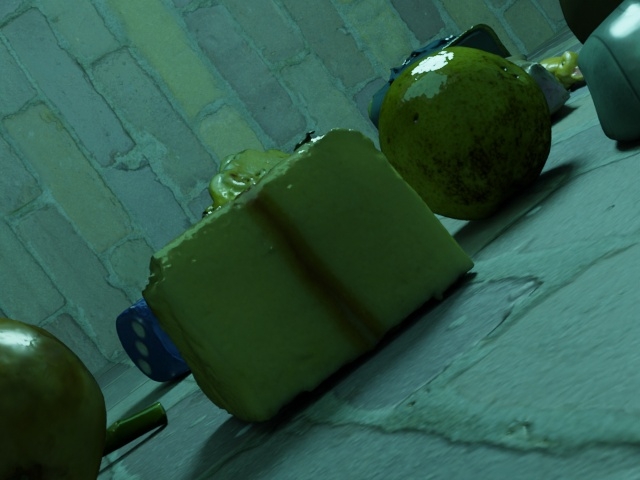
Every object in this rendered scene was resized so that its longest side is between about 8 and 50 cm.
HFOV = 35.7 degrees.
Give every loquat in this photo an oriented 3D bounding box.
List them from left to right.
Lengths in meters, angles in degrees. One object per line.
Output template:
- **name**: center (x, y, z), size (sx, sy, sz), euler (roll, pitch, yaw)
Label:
- **loquat**: center (-0.358, 0.212, 1.051), size (0.263, 0.263, 0.263), euler (-35, 4, 3)

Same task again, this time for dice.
- **dice**: center (-0.249, 0.147, 1.680), size (0.143, 0.146, 0.146), euler (-36, 4, -37)

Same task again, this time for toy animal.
- **toy animal**: center (0.439, -0.298, 1.745), size (0.083, 0.070, 0.159), euler (-35, 9, -12)

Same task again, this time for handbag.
- **handbag**: center (0.243, -0.266, 1.899), size (0.263, 0.222, 0.241), euler (-37, 9, -5)

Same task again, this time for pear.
- **pear**: center (0.168, -0.117, 1.135), size (0.197, 0.197, 0.197), euler (-35, 4, 3)

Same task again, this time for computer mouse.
- **computer mouse**: center (0.363, -0.209, 1.058), size (0.188, 0.122, 0.371), euler (-33, 2, 20)

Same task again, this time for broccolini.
- **broccolini**: center (-0.362, 0.328, 1.321), size (0.392, 0.078, 0.074), euler (-28, -6, 5)

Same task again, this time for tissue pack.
- **tissue pack**: center (0.286, -0.215, 1.632), size (0.215, 0.123, 0.256), euler (-37, 3, 13)

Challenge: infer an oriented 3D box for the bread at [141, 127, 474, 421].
- **bread**: center (-0.031, 0.039, 0.987), size (0.263, 0.198, 0.236), euler (-35, -3, -14)

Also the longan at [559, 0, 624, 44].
- **longan**: center (0.442, -0.371, 1.325), size (0.258, 0.258, 0.258), euler (-35, 4, 3)

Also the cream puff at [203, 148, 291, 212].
- **cream puff**: center (-0.122, -0.042, 2.248), size (0.324, 0.291, 0.257), euler (-74, 6, -60)
